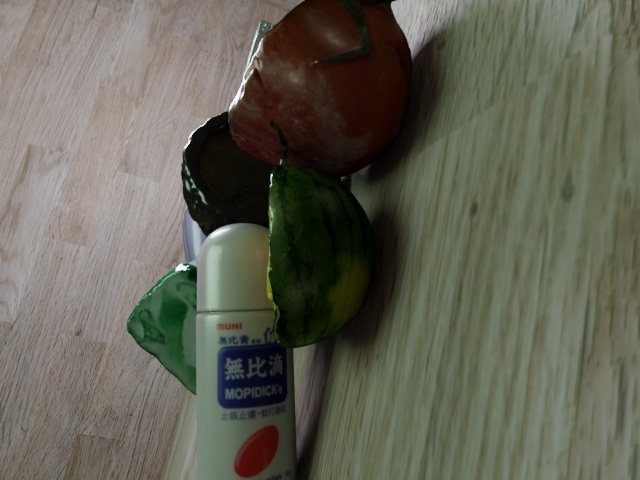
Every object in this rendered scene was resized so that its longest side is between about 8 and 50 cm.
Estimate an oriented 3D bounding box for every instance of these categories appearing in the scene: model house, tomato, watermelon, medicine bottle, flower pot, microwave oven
[{"bbox_3d":[-0.205,0.154,0.991,0.194,0.267,0.325,-47,2,13],"label":"model house"},{"bbox_3d":[0.024,-0.175,0.613,0.309,0.170,0.309,-44,-8,-8],"label":"tomato"},{"bbox_3d":[0.000,0.008,0.538,0.204,0.127,0.232,73,-166,-69],"label":"watermelon"},{"bbox_3d":[-0.100,0.146,0.612,0.130,0.130,0.341,154,116,-70],"label":"medicine bottle"},{"bbox_3d":[-0.299,0.039,1.399,0.265,0.264,0.243,127,145,-51],"label":"flower pot"},{"bbox_3d":[-0.112,-0.057,0.837,0.267,0.266,0.267,109,170,-56],"label":"flower pot"},{"bbox_3d":[-0.126,-0.604,1.509,0.123,0.208,0.162,-88,21,-44],"label":"microwave oven"}]
